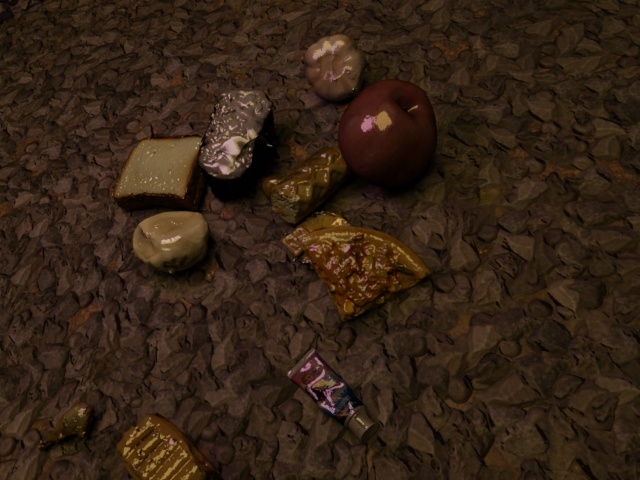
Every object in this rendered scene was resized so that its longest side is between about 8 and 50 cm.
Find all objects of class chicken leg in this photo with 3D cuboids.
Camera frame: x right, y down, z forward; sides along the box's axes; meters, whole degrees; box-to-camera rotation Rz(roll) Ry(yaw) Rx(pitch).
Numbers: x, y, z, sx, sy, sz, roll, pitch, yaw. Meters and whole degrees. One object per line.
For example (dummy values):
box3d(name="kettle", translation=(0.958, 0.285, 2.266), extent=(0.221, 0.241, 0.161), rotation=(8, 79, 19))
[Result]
box3d(name="chicken leg", translation=(-0.661, 0.496, 1.455), extent=(0.178, 0.070, 0.093), rotation=(-34, 62, 2))

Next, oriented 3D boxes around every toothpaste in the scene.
box3d(name="toothpaste", translation=(0.029, 0.372, 1.348), extent=(0.096, 0.061, 0.266), rotation=(-44, 52, -11))

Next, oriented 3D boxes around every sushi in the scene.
box3d(name="sushi", translation=(-0.238, -0.298, 1.747), extent=(0.234, 0.207, 0.348), rotation=(16, 70, 11))

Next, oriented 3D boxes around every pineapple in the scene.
box3d(name="pineapple", translation=(0.000, 0.000, 1.588), extent=(0.221, 0.047, 0.221), rotation=(-7, 54, 10))

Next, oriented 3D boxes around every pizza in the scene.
box3d(name="pizza", translation=(0.112, 0.043, 1.469), extent=(0.258, 0.087, 0.268), rotation=(-29, 70, -7))

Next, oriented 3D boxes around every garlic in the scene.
box3d(name="garlic", translation=(0.062, -0.576, 1.873), extent=(0.219, 0.218, 0.212), rotation=(-1, 18, 15))

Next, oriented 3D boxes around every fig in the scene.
box3d(name="fig", translation=(-0.139, -0.152, 1.704), extent=(0.084, 0.082, 0.098), rotation=(14, 81, -11))

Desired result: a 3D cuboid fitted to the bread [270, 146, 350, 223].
box3d(name="bread", translation=(-0.020, -0.176, 1.638), extent=(0.268, 0.130, 0.152), rotation=(-41, 22, -21))

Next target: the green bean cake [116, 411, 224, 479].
box3d(name="green bean cake", translation=(-0.327, 0.511, 1.253), extent=(0.224, 0.229, 0.131), rotation=(35, 67, 28))

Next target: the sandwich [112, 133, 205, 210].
box3d(name="sandwich", translation=(-0.504, -0.224, 1.823), extent=(0.301, 0.099, 0.271), rotation=(1, 56, 24))

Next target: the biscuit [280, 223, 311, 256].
box3d(name="biscuit", translation=(-0.060, 0.000, 1.563), extent=(0.083, 0.018, 0.081), rotation=(-37, 54, -12))

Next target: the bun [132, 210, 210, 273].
box3d(name="bun", translation=(-0.434, 0.009, 1.650), extent=(0.230, 0.145, 0.229), rotation=(-6, 27, 3))

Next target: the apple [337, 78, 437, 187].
box3d(name="apple", translation=(0.196, -0.304, 1.574), extent=(0.306, 0.235, 0.305), rotation=(15, 56, -23))
